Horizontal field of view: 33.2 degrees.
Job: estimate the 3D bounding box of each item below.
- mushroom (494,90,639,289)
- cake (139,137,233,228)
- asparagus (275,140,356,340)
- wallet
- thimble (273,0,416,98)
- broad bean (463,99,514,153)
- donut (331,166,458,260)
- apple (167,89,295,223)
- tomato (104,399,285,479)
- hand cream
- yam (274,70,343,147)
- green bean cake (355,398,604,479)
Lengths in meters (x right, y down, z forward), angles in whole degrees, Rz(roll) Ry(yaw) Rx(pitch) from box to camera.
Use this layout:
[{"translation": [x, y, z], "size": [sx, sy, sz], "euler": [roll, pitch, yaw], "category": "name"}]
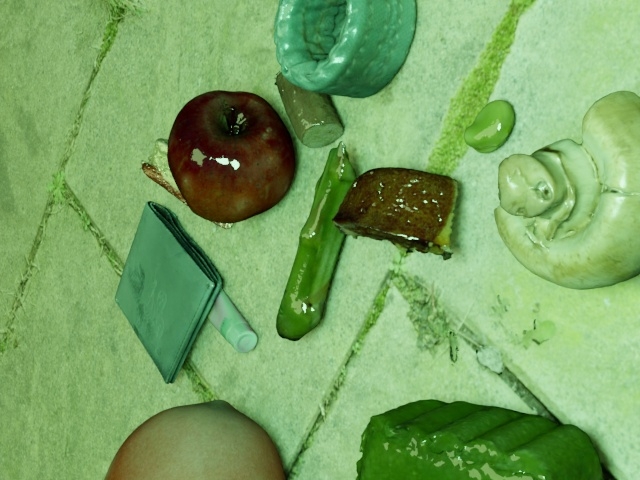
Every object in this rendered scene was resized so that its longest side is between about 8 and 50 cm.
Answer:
[{"translation": [0.325, -0.040, 1.289], "size": [0.189, 0.195, 0.253], "euler": [57, 132, 28], "category": "mushroom"}, {"translation": [-0.248, -0.114, 1.996], "size": [0.220, 0.117, 0.086], "euler": [46, 116, 40], "category": "cake"}, {"translation": [0.001, 0.001, 1.739], "size": [0.082, 0.085, 0.343], "euler": [29, 110, 41], "category": "asparagus"}, {"translation": [-0.305, 0.099, 2.099], "size": [0.290, 0.054, 0.251], "euler": [49, 124, 39], "category": "wallet"}, {"translation": [0.036, -0.338, 1.658], "size": [0.198, 0.143, 0.235], "euler": [41, 117, 40], "category": "thimble"}, {"translation": [0.238, -0.158, 1.502], "size": [0.083, 0.045, 0.063], "euler": [-49, 43, 27], "category": "broad bean"}, {"translation": [0.117, -0.046, 1.576], "size": [0.186, 0.144, 0.126], "euler": [168, 122, -73], "category": "donut"}, {"translation": [-0.156, -0.143, 1.828], "size": [0.234, 0.234, 0.234], "euler": [-1, 89, 49], "category": "apple"}, {"translation": [-0.207, 0.422, 1.806], "size": [0.321, 0.321, 0.321], "euler": [-1, 89, 49], "category": "tomato"}, {"translation": [-0.173, 0.144, 1.968], "size": [0.174, 0.047, 0.076], "euler": [45, 120, 50], "category": "hand cream"}, {"translation": [-0.019, -0.223, 1.763], "size": [0.084, 0.084, 0.127], "euler": [-41, 60, 40], "category": "yam"}, {"translation": [0.213, 0.387, 1.415], "size": [0.319, 0.218, 0.335], "euler": [12, 105, 40], "category": "green bean cake"}]
